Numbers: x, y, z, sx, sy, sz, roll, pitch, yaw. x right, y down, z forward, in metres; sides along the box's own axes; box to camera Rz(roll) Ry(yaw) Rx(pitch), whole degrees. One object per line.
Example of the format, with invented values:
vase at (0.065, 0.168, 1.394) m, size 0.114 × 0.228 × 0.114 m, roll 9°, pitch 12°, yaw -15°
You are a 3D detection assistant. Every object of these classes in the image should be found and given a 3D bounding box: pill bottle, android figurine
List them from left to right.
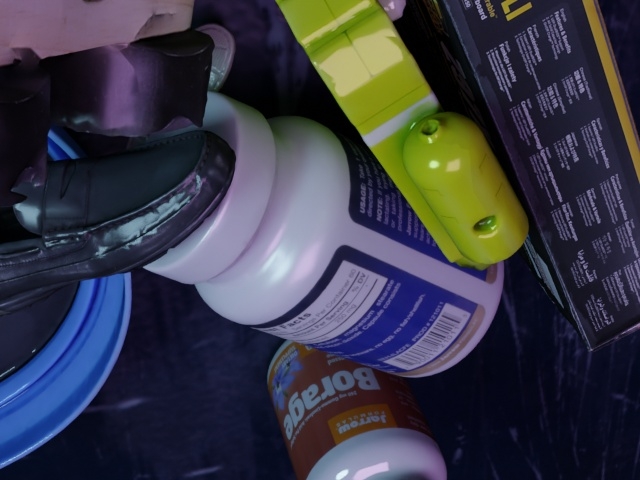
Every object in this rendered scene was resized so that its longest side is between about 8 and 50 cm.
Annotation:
pill bottle at (0.000, 0.000, 0.719) m, size 0.265 × 0.153 × 0.153 m, roll 24°, pitch 114°, yaw -40°
pill bottle at (0.034, 0.175, 0.836) m, size 0.121 × 0.216 × 0.121 m, roll -9°, pitch 127°, yaw -12°
android figurine at (0.034, -0.098, 0.567) m, size 0.056 × 0.248 × 0.273 m, roll -31°, pitch 136°, yaw 7°

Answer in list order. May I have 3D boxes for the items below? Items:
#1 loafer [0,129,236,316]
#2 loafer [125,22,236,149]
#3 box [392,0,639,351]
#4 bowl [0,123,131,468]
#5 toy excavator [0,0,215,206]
loafer at (-0.154, -0.016, 0.602) m, size 0.223 × 0.076 × 0.078 m, roll -21°, pitch 130°, yaw 23°
loafer at (-0.100, -0.103, 0.712) m, size 0.045 × 0.039 × 0.125 m, roll 35°, pitch 109°, yaw 1°
box at (0.103, -0.122, 0.620) m, size 0.079 × 0.257 × 0.322 m, roll -30°, pitch 127°, yaw 3°
bowl at (-0.333, 0.027, 0.699) m, size 0.391 × 0.077 × 0.391 m, roll -9°, pitch 127°, yaw -12°
toy excavator at (-0.315, -0.178, 0.465) m, size 0.445 × 0.433 × 0.222 m, roll 18°, pitch 114°, yaw 20°
